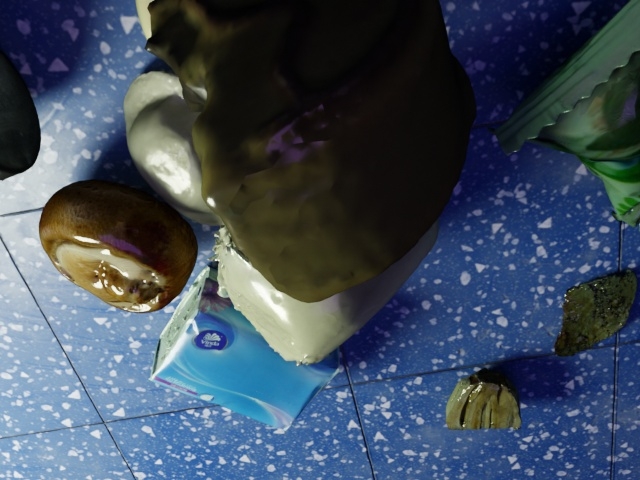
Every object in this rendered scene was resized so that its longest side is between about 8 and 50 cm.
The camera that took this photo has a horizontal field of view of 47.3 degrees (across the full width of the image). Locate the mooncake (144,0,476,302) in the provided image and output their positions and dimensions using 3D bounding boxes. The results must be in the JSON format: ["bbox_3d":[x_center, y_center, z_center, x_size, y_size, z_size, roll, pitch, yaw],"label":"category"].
[{"bbox_3d":[-0.041,-0.159,0.824,0.394,0.393,0.246,14,152,35],"label":"mooncake"}]

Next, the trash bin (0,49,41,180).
[{"bbox_3d":[-0.568,-0.141,0.983,0.302,0.202,0.252,-18,150,13],"label":"trash bin"}]

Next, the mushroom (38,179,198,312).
[{"bbox_3d":[-0.304,0.008,1.103,0.253,0.153,0.253,15,145,11],"label":"mushroom"}]

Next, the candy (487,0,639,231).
[{"bbox_3d":[0.451,-0.154,1.018,0.398,0.172,0.263,25,126,-32],"label":"candy"}]

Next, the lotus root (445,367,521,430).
[{"bbox_3d":[0.312,0.291,1.380,0.143,0.070,0.144,3,129,4],"label":"lotus root"}]

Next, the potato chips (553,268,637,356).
[{"bbox_3d":[0.481,0.128,1.295,0.142,0.026,0.209,34,118,-20],"label":"potato chips"}]

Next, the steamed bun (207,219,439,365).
[{"bbox_3d":[0.000,0.000,1.042,0.233,0.312,0.334,46,157,-3],"label":"steamed bun"}]

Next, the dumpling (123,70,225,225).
[{"bbox_3d":[-0.181,-0.130,1.043,0.162,0.132,0.250,-24,107,26],"label":"dumpling"}]

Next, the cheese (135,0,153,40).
[{"bbox_3d":[-0.194,-0.357,0.926,0.127,0.050,0.255,-12,125,8],"label":"cheese"}]

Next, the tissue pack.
[{"bbox_3d":[-0.128,0.190,1.254,0.264,0.146,0.198,27,120,-18],"label":"tissue pack"}]
